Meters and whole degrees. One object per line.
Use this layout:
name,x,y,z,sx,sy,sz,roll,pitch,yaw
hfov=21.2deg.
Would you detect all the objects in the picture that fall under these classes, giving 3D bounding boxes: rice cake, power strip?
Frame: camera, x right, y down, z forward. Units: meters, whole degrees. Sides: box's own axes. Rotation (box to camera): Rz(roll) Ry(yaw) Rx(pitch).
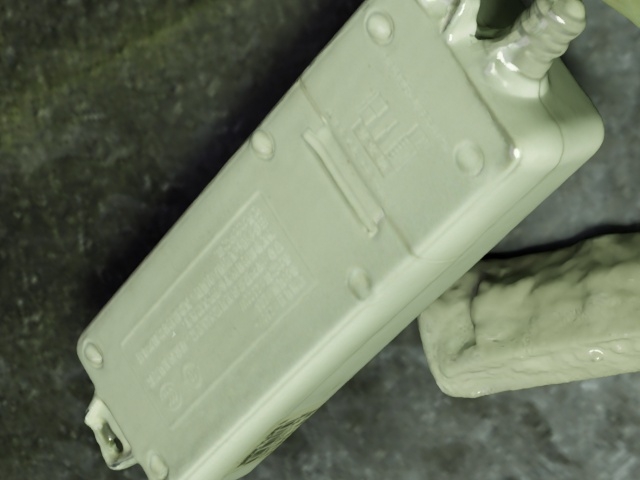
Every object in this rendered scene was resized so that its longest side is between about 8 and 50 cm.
rice cake,0.150,0.018,0.666,0.256,0.052,0.057,-13,93,34
power strip,0.000,0.000,0.710,0.338,0.058,0.098,-46,69,41

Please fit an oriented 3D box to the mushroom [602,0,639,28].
mushroom,0.070,-0.155,0.583,0.312,0.081,0.100,32,141,1
